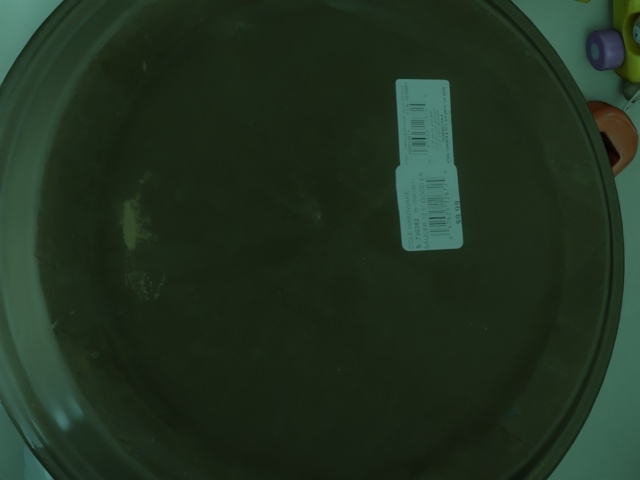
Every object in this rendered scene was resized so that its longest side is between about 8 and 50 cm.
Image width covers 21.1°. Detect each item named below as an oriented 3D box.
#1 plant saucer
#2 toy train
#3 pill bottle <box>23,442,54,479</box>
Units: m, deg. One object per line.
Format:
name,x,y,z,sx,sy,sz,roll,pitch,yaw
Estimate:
plant saucer,0.000,0.000,0.681,0.277,0.041,0.278,2,82,-16
toy train,0.116,-0.087,0.759,0.125,0.046,0.166,-37,120,-6
pill bottle,-0.030,0.105,0.738,0.180,0.108,0.108,-10,114,-19
